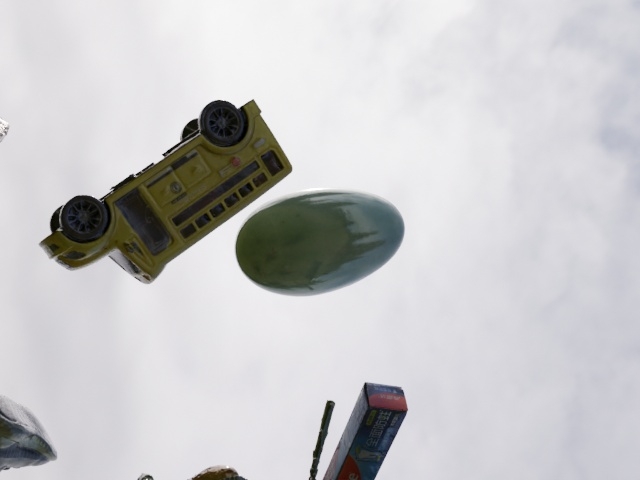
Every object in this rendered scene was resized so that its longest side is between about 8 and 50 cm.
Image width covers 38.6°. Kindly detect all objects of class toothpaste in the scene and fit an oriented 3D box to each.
[{"bbox_3d":[0.072,0.396,1.688,0.066,0.076,0.320,-100,-157,-53],"label":"toothpaste"}]

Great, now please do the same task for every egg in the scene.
[{"bbox_3d":[0.000,0.000,1.958,0.230,0.371,0.230,170,-90,-84],"label":"egg"}]

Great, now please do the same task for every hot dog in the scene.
[{"bbox_3d":[-0.259,0.571,2.017,0.270,0.162,0.082,-30,-132,28],"label":"hot dog"}]

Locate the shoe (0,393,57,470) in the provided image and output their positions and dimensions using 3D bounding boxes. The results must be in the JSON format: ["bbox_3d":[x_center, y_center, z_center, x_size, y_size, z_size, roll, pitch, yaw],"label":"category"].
[{"bbox_3d":[-0.503,0.320,1.452,0.099,0.112,0.227,47,-14,25],"label":"shoe"}]

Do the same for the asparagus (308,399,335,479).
[{"bbox_3d":[0.000,0.445,1.976,0.025,0.024,0.248,-30,-151,34],"label":"asparagus"}]

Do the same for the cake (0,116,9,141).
[{"bbox_3d":[-0.534,-0.149,1.300,0.135,0.134,0.147,-47,-155,6],"label":"cake"}]

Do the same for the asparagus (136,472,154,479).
[{"bbox_3d":[-0.159,0.246,0.862,0.108,0.025,0.021,-151,-119,-70],"label":"asparagus"}]

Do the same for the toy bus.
[{"bbox_3d":[-0.205,-0.052,1.219,0.151,0.331,0.145,56,-20,-10],"label":"toy bus"}]
